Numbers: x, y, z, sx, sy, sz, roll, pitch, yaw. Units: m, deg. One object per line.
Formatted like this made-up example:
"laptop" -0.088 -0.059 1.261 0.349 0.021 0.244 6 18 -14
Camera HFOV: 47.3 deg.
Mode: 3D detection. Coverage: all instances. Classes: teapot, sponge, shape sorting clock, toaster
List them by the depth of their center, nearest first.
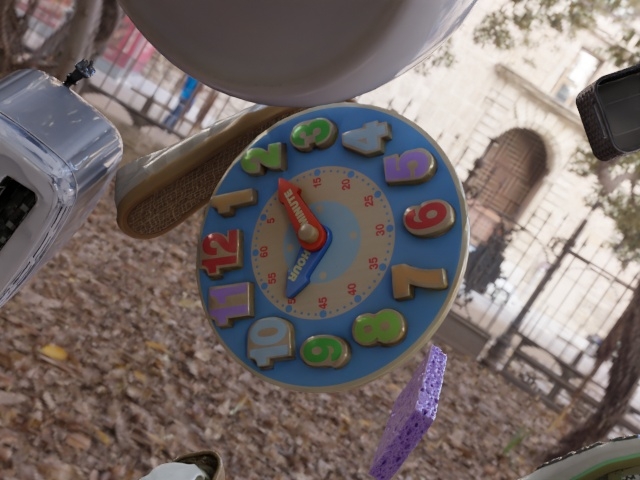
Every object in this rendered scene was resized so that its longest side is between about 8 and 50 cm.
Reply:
"teapot" 0.000 -0.206 0.408 0.256 0.252 0.187 58 39 -8
"shape sorting clock" 0.000 0.000 0.504 0.206 0.206 0.040 36 5 33
"toaster" -0.255 -0.039 0.588 0.129 0.227 0.146 40 17 -15
"sponge" 0.126 0.233 1.009 0.031 0.117 0.210 32 20 5

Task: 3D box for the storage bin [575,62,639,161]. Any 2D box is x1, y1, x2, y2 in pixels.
"storage bin" 0.503 -0.207 1.121 0.084 0.180 0.122 97 -25 -87

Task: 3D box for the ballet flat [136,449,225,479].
"ballet flat" -0.255 0.363 0.946 0.342 0.124 0.116 -16 46 -44

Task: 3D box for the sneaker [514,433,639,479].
"sneaker" 0.284 0.330 0.783 0.158 0.410 0.182 20 46 -49

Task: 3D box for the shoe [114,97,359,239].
"shoe" -0.073 -0.076 0.601 0.076 0.219 0.058 64 1 -49
